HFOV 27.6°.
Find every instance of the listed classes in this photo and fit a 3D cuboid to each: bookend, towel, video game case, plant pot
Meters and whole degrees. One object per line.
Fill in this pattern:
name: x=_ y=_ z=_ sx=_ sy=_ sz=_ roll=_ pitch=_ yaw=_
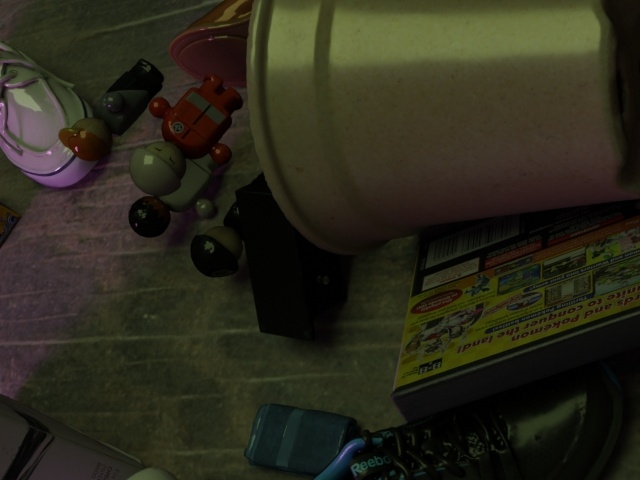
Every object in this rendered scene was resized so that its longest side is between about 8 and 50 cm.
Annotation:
bookend: x=0.000 y=0.000 z=1.347 sx=0.072 sy=0.156 sz=0.157 roll=7 pitch=113 yaw=39
towel: x=-0.019 y=0.199 z=1.288 sx=0.119 sy=0.029 sz=0.067 roll=3 pitch=67 yaw=39
video game case: x=0.201 y=0.032 z=1.135 sx=0.275 sy=0.035 sz=0.248 roll=-22 pitch=25 yaw=22
plant pot: x=0.153 y=-0.149 z=1.155 sx=0.305 sy=0.334 sz=0.334 roll=2 pitch=66 yaw=34

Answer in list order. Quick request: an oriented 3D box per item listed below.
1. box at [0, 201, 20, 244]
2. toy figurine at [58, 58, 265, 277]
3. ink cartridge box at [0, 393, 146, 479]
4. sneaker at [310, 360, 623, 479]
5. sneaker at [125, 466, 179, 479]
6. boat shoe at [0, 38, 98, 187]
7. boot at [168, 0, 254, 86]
box: x=-0.480 y=-0.048 z=1.763 sx=0.169 sy=0.054 sz=0.059 roll=28 pitch=83 yaw=44
toy figurine: x=-0.159 y=-0.078 z=1.429 sx=0.209 sy=0.213 sz=0.148 roll=20 pitch=64 yaw=41
ink cartridge box: x=-0.419 y=0.212 z=1.334 sx=0.285 sy=0.395 sz=0.166 roll=16 pitch=78 yaw=42
sneaker: x=0.104 y=0.205 z=1.117 sx=0.341 sy=0.139 sz=0.125 roll=-37 pitch=46 yaw=12
sneaker: x=-0.157 y=0.402 z=1.223 sx=0.236 sy=0.130 sz=0.323 roll=24 pitch=76 yaw=33
boat shoe: x=-0.424 y=-0.204 z=1.739 sx=0.136 sy=0.156 sz=0.367 roll=-49 pitch=46 yaw=4
boot: x=-0.055 y=-0.318 z=1.571 sx=0.283 sy=0.109 sz=0.220 roll=-25 pitch=39 yaw=46
